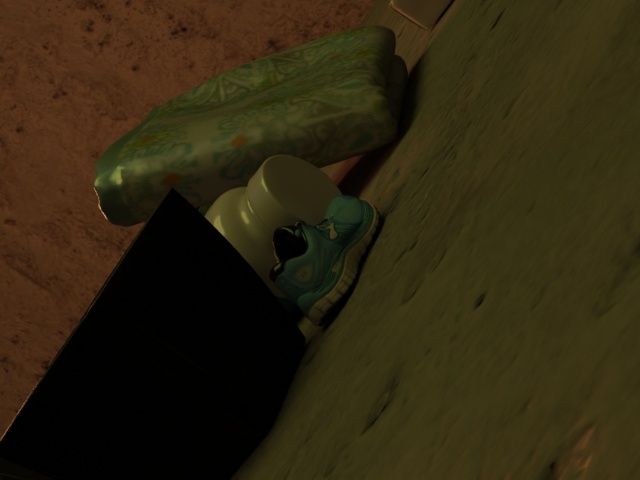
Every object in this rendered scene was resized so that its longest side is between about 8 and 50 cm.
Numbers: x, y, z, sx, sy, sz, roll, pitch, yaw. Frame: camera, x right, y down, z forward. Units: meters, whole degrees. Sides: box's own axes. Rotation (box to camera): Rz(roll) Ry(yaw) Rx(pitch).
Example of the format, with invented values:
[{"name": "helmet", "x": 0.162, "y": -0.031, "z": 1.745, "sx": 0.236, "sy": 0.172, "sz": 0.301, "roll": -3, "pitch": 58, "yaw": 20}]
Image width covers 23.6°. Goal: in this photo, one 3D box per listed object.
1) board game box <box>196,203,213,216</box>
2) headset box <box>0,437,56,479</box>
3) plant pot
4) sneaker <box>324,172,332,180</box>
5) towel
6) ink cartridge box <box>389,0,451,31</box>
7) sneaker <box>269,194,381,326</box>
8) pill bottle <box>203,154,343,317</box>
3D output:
[{"name": "board game box", "x": -0.159, "y": -0.008, "z": 2.253, "sx": 0.035, "sy": 0.136, "sz": 0.201, "roll": -51, "pitch": 7, "yaw": 37}, {"name": "headset box", "x": -0.421, "y": 0.330, "z": 1.638, "sx": 0.131, "sy": 0.246, "sz": 0.283, "roll": -115, "pitch": 38, "yaw": -82}, {"name": "plant pot", "x": -0.124, "y": 0.107, "z": 1.233, "sx": 0.188, "sy": 0.167, "sz": 0.187, "roll": -51, "pitch": 7, "yaw": 33}, {"name": "sneaker", "x": -0.064, "y": -0.014, "z": 1.702, "sx": 0.101, "sy": 0.106, "sz": 0.267, "roll": -51, "pitch": 9, "yaw": 28}, {"name": "towel", "x": -0.066, "y": -0.137, "z": 1.709, "sx": 0.320, "sy": 0.090, "sz": 0.374, "roll": -19, "pitch": 16, "yaw": 11}, {"name": "ink cartridge box", "x": 0.153, "y": -0.346, "z": 1.936, "sx": 0.109, "sy": 0.063, "sz": 0.150, "roll": -52, "pitch": 8, "yaw": 33}, {"name": "sneaker", "x": 0.000, "y": 0.000, "z": 1.266, "sx": 0.063, "sy": 0.073, "sz": 0.162, "roll": -53, "pitch": 7, "yaw": 30}, {"name": "pill bottle", "x": -0.069, "y": 0.029, "z": 1.425, "sx": 0.221, "sy": 0.124, "sz": 0.124, "roll": -51, "pitch": 8, "yaw": 33}]
